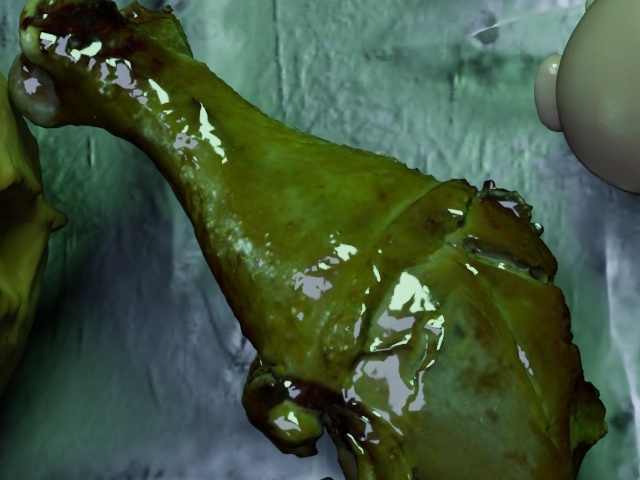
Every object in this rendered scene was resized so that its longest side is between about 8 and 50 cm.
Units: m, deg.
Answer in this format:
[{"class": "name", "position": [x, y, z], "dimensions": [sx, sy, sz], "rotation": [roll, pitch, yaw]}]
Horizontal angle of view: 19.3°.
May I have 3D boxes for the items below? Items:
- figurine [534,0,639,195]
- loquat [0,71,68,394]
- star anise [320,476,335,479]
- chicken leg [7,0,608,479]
[{"class": "figurine", "position": [0.180, -0.077, 0.940], "dimensions": [0.138, 0.125, 0.125], "rotation": [28, 88, 39]}, {"class": "loquat", "position": [-0.302, 0.004, 0.981], "dimensions": [0.328, 0.328, 0.328], "rotation": [-5, 76, 19]}, {"class": "star anise", "position": [-0.101, 0.283, 0.946], "dimensions": [0.292, 0.109, 0.349], "rotation": [3, 75, 34]}, {"class": "chicken leg", "position": [0.016, -0.002, 0.941], "dimensions": [0.361, 0.211, 0.140], "rotation": [56, 132, 20]}]
